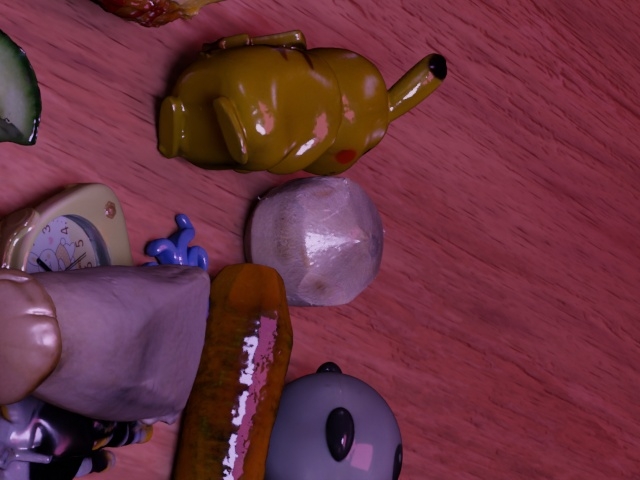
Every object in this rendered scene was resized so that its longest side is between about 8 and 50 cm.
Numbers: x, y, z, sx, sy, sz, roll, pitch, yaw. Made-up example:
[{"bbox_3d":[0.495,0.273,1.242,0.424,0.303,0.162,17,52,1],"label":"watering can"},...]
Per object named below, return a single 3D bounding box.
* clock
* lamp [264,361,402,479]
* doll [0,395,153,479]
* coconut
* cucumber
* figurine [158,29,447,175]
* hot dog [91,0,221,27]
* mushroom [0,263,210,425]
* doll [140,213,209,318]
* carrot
[{"bbox_3d":[-0.285,0.041,2.003,0.232,0.069,0.170,-23,110,-52],"label":"clock"},{"bbox_3d":[0.007,0.275,2.325,0.198,0.198,0.244,-26,126,-52],"label":"lamp"},{"bbox_3d":[-0.263,0.191,1.998,0.145,0.103,0.316,-59,160,20],"label":"doll"},{"bbox_3d":[0.002,-0.001,2.334,0.161,0.162,0.161,1,89,-55],"label":"coconut"},{"bbox_3d":[-0.371,-0.127,1.841,0.191,0.130,0.191,-4,95,-52],"label":"cucumber"},{"bbox_3d":[-0.037,-0.160,2.271,0.327,0.218,0.169,-2,98,-47],"label":"figurine"},{"bbox_3d":[-0.209,-0.385,2.025,0.223,0.185,0.405,-58,133,-40],"label":"hot dog"},{"bbox_3d":[-0.224,0.098,1.874,0.407,0.137,0.154,2,107,-66],"label":"mushroom"},{"bbox_3d":[-0.164,0.061,2.185,0.110,0.067,0.206,35,49,-33],"label":"doll"},{"bbox_3d":[-0.098,0.179,2.232,0.114,0.114,0.302,26,69,-52],"label":"carrot"}]
